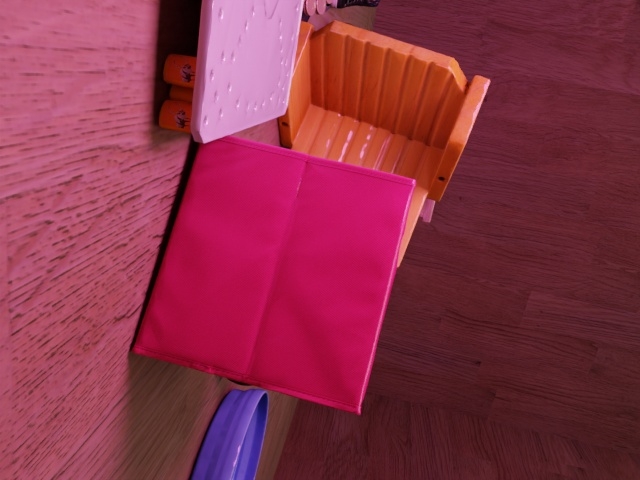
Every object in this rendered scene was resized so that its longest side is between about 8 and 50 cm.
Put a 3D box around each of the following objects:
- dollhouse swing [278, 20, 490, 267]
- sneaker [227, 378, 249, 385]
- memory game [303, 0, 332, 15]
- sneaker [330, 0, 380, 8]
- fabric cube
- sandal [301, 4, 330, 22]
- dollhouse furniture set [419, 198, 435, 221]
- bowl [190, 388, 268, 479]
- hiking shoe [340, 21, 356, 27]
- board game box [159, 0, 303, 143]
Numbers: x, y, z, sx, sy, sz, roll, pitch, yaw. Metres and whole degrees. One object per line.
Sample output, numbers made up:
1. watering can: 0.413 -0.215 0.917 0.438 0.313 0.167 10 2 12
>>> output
1. dollhouse swing: 0.061 -0.148 0.944 0.315 0.347 0.304 90 24 -67
2. sneaker: -0.116 0.155 0.945 0.146 0.105 0.295 -80 -177 -50
3. memory game: -0.009 -0.477 0.864 0.186 0.012 0.186 -41 137 -53
4. sneaker: 0.099 -0.646 1.339 0.216 0.121 0.079 -70 170 -57
5. fabric cube: -0.043 0.049 0.666 0.254 0.259 0.257 79 25 -79
6. sandal: -0.001 -0.487 0.987 0.254 0.055 0.097 -73 173 -45
7. dollhouse furniture set: 0.176 -0.199 1.281 0.394 0.257 0.361 -46 149 -69
8. bowl: -0.196 0.500 1.064 0.391 0.077 0.390 12 90 -85
9. hiking shoe: 0.047 -0.499 1.275 0.086 0.114 0.226 -51 -143 24
10. board game box: -0.072 -0.331 0.592 0.390 0.051 0.389 -65 166 -70
